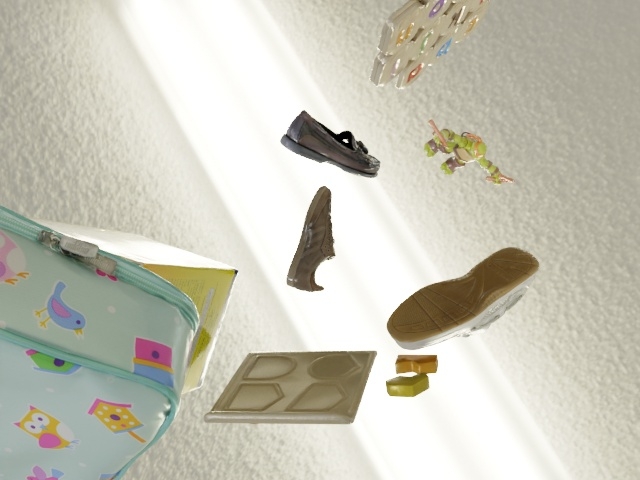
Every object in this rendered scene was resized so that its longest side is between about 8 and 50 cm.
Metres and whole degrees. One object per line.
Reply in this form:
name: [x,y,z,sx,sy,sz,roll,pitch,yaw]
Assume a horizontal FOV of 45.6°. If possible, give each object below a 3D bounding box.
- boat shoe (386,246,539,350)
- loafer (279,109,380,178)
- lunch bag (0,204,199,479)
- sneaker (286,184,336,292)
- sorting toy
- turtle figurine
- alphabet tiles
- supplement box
boat shoe: [0.227,0.111,1.186,0.277,0.096,0.098,-24,-136,-20]
loafer: [0.044,-0.216,1.738,0.302,0.095,0.109,11,-158,-45]
lunch bag: [-0.231,0.092,0.546,0.224,0.279,0.108,28,-138,-20]
sneaker: [0.000,0.000,1.338,0.071,0.066,0.188,18,-91,6]
sorting toy: [0.011,0.216,1.106,0.307,0.041,0.229,-3,-165,15]
turtle figurine: [0.339,-0.224,1.858,0.269,0.217,0.087,29,-97,-19]
alphabet tiles: [0.172,-0.307,0.945,0.284,0.278,0.021,-42,-102,-16]
supplement box: [-0.271,0.096,0.985,0.194,0.356,0.195,18,-90,12]
